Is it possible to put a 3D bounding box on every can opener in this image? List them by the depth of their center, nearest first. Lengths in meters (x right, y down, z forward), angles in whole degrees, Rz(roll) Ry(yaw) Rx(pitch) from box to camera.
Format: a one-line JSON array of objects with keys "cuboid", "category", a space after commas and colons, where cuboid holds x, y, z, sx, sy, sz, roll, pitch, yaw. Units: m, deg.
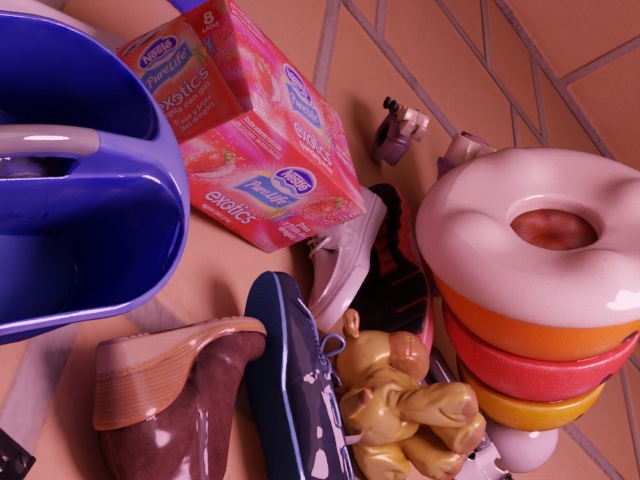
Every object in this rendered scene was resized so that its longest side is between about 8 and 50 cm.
[{"cuboid": [0.193, 0.278, 1.323, 0.280, 0.074, 0.093, 60, -8, -7], "category": "can opener"}]

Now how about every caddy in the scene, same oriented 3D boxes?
[{"cuboid": [-0.245, -0.043, 0.682, 0.341, 0.179, 0.241, -8, 77, -53], "category": "caddy"}]

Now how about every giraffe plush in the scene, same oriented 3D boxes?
[{"cuboid": [0.080, 0.180, 1.141, 0.210, 0.181, 0.171, 9, 38, -15], "category": "giraffe plush"}]

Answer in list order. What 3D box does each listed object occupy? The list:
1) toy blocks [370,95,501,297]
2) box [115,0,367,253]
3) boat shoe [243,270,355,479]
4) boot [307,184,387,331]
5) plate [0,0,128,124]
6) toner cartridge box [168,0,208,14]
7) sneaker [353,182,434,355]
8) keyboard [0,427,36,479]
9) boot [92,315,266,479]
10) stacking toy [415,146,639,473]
[{"cuboid": [0.218, -0.032, 1.511, 0.308, 0.260, 0.288, 21, 13, -19], "category": "toy blocks"}, {"cuboid": [-0.079, -0.117, 1.061, 0.300, 0.142, 0.154, 38, 33, -59], "category": "box"}, {"cuboid": [-0.024, 0.160, 1.011, 0.089, 0.109, 0.258, 4, 70, -33], "category": "boat shoe"}, {"cuboid": [0.000, 0.000, 1.226, 0.123, 0.095, 0.258, 35, 36, -10], "category": "boot"}, {"cuboid": [-0.255, -0.134, 0.938, 0.278, 0.045, 0.277, 17, 52, -53], "category": "plate"}, {"cuboid": [-0.065, -0.444, 1.210, 0.075, 0.347, 0.165, 41, 35, -36], "category": "toner cartridge box"}, {"cuboid": [0.124, 0.065, 1.330, 0.136, 0.115, 0.314, 39, 36, -43], "category": "sneaker"}, {"cuboid": [-0.274, 0.236, 0.592, 0.201, 0.033, 0.317, 47, 31, -14], "category": "keyboard"}, {"cuboid": [-0.115, 0.182, 0.883, 0.248, 0.090, 0.207, -5, 82, -62], "category": "boot"}, {"cuboid": [0.301, 0.142, 1.318, 0.351, 0.350, 0.480, -77, 169, -51], "category": "stacking toy"}]
